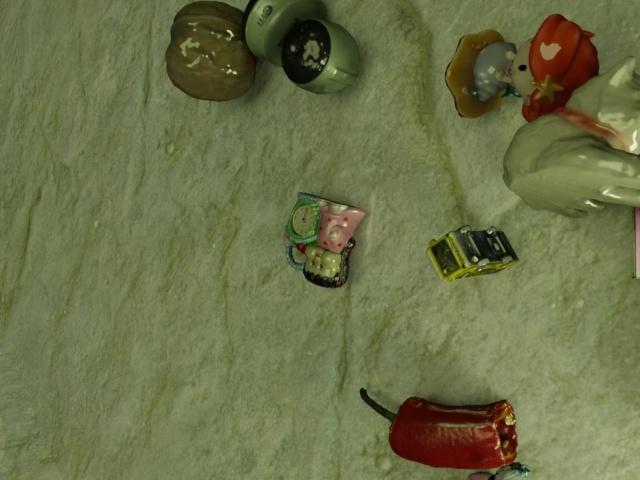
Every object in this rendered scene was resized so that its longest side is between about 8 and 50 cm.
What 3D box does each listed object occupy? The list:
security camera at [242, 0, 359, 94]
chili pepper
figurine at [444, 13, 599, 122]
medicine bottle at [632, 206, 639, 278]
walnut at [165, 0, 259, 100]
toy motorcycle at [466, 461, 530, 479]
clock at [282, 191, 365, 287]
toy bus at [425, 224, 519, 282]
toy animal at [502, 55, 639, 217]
[{"bbox_3d":[-0.031,-0.435,1.329,0.277,0.191,0.197,49,115,25],"label":"security camera"},{"bbox_3d":[0.207,0.379,1.180,0.338,0.134,0.131,-8,98,35],"label":"chili pepper"},{"bbox_3d":[0.367,-0.284,1.019,0.257,0.180,0.208,29,150,59],"label":"figurine"},{"bbox_3d":[0.602,-0.020,0.944,0.201,0.052,0.171,0,89,35],"label":"medicine bottle"},{"bbox_3d":[-0.262,-0.464,1.476,0.248,0.248,0.249,0,89,36],"label":"walnut"},{"bbox_3d":[0.339,0.507,1.094,0.239,0.108,0.204,35,110,30],"label":"toy motorcycle"},{"bbox_3d":[0.000,0.000,1.360,0.193,0.100,0.196,17,97,39],"label":"clock"},{"bbox_3d":[0.280,0.021,1.072,0.074,0.226,0.081,-35,71,35],"label":"toy bus"},{"bbox_3d":[0.411,-0.143,0.939,0.266,0.307,0.188,4,83,37],"label":"toy animal"}]
